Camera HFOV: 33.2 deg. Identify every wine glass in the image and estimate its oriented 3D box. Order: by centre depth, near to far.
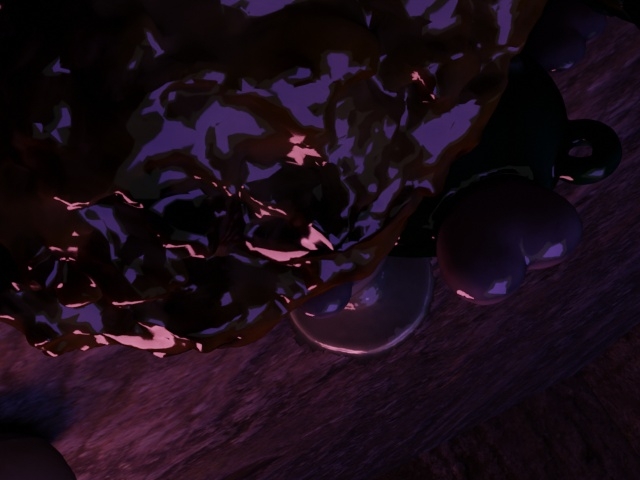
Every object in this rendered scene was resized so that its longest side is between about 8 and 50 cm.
[{"bbox_3d":[0.000,0.000,0.795,0.143,0.143,0.321,-33,161,1],"label":"wine glass"}]

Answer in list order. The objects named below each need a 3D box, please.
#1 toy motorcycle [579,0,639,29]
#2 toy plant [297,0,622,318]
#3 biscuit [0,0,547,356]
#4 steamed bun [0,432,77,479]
[{"bbox_3d":[0.156,-0.162,0.527,0.275,0.187,0.125,9,136,-35],"label":"toy motorcycle"},{"bbox_3d":[0.036,-0.056,0.564,0.243,0.232,0.112,-9,138,11],"label":"toy plant"},{"bbox_3d":[-0.063,-0.080,0.368,0.289,0.081,0.334,12,125,-19],"label":"biscuit"},{"bbox_3d":[-0.305,0.264,0.980,0.177,0.130,0.228,-27,162,-10],"label":"steamed bun"}]
